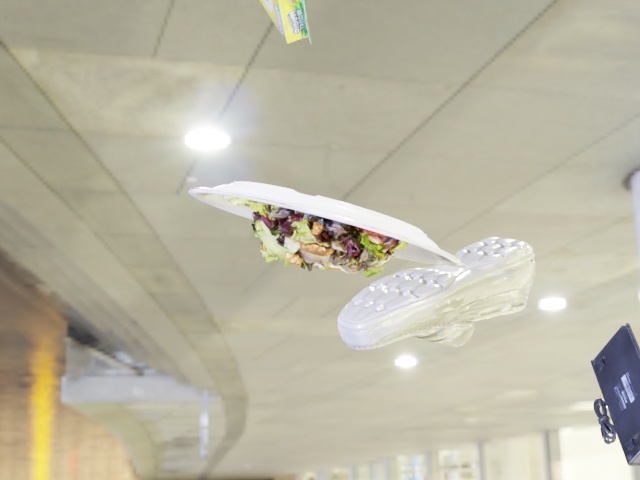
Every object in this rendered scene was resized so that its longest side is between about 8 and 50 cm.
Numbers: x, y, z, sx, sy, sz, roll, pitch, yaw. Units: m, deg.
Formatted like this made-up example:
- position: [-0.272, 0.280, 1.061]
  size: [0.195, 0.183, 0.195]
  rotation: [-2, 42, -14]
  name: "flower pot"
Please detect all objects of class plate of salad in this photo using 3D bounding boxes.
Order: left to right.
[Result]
- position: [0.000, 0.000, 0.798]
  size: [0.199, 0.048, 0.200]
  rotation: [16, 176, 1]
  name: "plate of salad"

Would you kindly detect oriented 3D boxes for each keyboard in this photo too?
- position: [0.373, 0.195, 1.372]
  size: [0.023, 0.180, 0.108]
  rotation: [21, 123, -17]
  name: "keyboard"

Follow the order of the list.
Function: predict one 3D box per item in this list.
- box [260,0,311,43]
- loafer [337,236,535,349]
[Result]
- position: [-0.061, -0.365, 1.628]
  size: [0.043, 0.179, 0.105]
  rotation: [-23, 139, -10]
  name: "box"
- position: [0.156, 0.085, 1.410]
  size: [0.319, 0.111, 0.112]
  rotation: [-18, -161, -35]
  name: "loafer"
